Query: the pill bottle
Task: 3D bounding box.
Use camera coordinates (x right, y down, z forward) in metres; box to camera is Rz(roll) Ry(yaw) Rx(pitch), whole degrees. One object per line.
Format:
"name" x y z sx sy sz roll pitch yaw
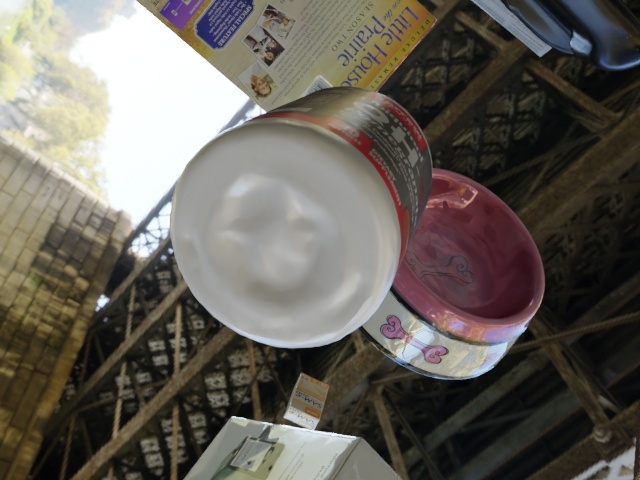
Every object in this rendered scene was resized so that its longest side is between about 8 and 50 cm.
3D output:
"pill bottle" 0.011 -0.049 0.573 0.176 0.176 0.318 -38 -174 26

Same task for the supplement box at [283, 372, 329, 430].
"supplement box" -0.025 0.302 1.149 0.098 0.062 0.036 -68 -177 -61

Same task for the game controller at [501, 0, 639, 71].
"game controller" 0.112 -0.241 0.429 0.067 0.319 0.166 -48 -164 18

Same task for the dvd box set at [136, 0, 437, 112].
"dvd box set" -0.062 -0.386 1.001 0.307 0.420 0.062 -50 -166 7

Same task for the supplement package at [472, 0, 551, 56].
"supplement package" 0.404 -0.481 1.076 0.199 0.198 0.263 -51 178 13

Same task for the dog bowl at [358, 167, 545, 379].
"dog bowl" 0.228 0.038 1.121 0.150 0.408 0.407 127 -22 -47

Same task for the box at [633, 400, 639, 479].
"box" 0.380 0.145 0.505 0.169 0.203 0.166 26 -73 23

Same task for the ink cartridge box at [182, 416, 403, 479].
"ink cartridge box" -0.006 0.314 0.673 0.121 0.211 0.289 -50 -163 -29
